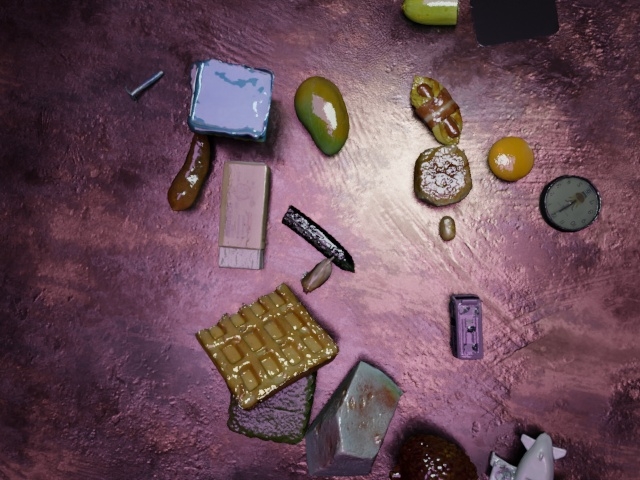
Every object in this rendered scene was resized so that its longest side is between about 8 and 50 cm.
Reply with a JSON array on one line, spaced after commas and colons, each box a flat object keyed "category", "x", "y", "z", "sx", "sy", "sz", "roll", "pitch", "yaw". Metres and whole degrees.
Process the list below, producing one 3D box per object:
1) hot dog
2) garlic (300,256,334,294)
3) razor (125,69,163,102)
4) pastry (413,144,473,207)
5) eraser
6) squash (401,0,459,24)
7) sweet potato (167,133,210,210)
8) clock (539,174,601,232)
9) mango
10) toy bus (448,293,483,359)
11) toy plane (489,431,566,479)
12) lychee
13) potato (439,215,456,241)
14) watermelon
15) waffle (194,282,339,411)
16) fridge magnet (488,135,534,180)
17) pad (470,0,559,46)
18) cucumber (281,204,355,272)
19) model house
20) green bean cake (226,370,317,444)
[{"category": "hot dog", "x": 0.368, "y": -0.416, "z": 1.799, "sx": 0.123, "sy": 0.093, "sz": 0.261, "roll": -38, "pitch": 86, "yaw": 2}, {"category": "garlic", "x": -0.002, "y": 0.111, "z": 1.811, "sx": 0.066, "sy": 0.084, "sz": 0.152, "roll": 42, "pitch": 93, "yaw": -18}, {"category": "razor", "x": -0.577, "y": -0.519, "z": 1.890, "sx": 0.135, "sy": 0.068, "sz": 0.040, "roll": -41, "pitch": 89, "yaw": -11}, {"category": "pastry", "x": 0.379, "y": -0.200, "z": 1.791, "sx": 0.182, "sy": 0.093, "sz": 0.192, "roll": -9, "pitch": 83, "yaw": 4}, {"category": "eraser", "x": -0.245, "y": -0.079, "z": 1.835, "sx": 0.144, "sy": 0.078, "sz": 0.343, "roll": 4, "pitch": 89, "yaw": 4}, {"category": "squash", "x": 0.349, "y": -0.738, "z": 1.803, "sx": 0.187, "sy": 0.123, "sz": 0.123, "roll": 0, "pitch": 88, "yaw": 7}, {"category": "sweet potato", "x": -0.414, "y": -0.226, "z": 1.844, "sx": 0.097, "sy": 0.097, "sz": 0.291, "roll": 19, "pitch": 85, "yaw": 4}, {"category": "clock", "x": 0.783, "y": -0.116, "z": 1.789, "sx": 0.185, "sy": 0.040, "sz": 0.184, "roll": 0, "pitch": 88, "yaw": 3}, {"category": "mango", "x": 0.011, "y": -0.397, "z": 1.811, "sx": 0.156, "sy": 0.114, "sz": 0.251, "roll": -25, "pitch": 86, "yaw": -5}, {"category": "toy bus", "x": 0.451, "y": 0.266, "z": 1.762, "sx": 0.096, "sy": 0.108, "sz": 0.198, "roll": -2, "pitch": 88, "yaw": 3}, {"category": "toy plane", "x": 0.646, "y": 0.714, "z": 1.728, "sx": 0.267, "sy": 0.123, "sz": 0.266, "roll": -3, "pitch": 81, "yaw": 21}, {"category": "lychee", "x": 0.337, "y": 0.699, "z": 1.698, "sx": 0.271, "sy": 0.236, "sz": 0.235, "roll": 5, "pitch": 88, "yaw": -16}, {"category": "potato", "x": 0.403, "y": -0.038, "z": 1.810, "sx": 0.051, "sy": 0.040, "sz": 0.083, "roll": -2, "pitch": 86, "yaw": 13}, {"category": "watermelon", "x": 0.093, "y": 0.574, "z": 1.700, "sx": 0.228, "sy": 0.258, "sz": 0.387, "roll": 30, "pitch": 94, "yaw": 6}, {"category": "waffle", "x": -0.159, "y": 0.312, "z": 1.691, "sx": 0.348, "sy": 0.077, "sz": 0.304, "roll": -26, "pitch": 60, "yaw": -28}, {"category": "fridge magnet", "x": 0.598, "y": -0.256, "z": 1.795, "sx": 0.143, "sy": 0.063, "sz": 0.143, "roll": 0, "pitch": 87, "yaw": 2}, {"category": "pad", "x": 0.624, "y": -0.728, "z": 1.839, "sx": 0.267, "sy": 0.004, "sz": 0.181, "roll": -9, "pitch": 87, "yaw": 3}, {"category": "cucumber", "x": 0.001, "y": -0.001, "z": 1.822, "sx": 0.300, "sy": 0.072, "sz": 0.072, "roll": 38, "pitch": 91, "yaw": 3}, {"category": "model house", "x": -0.272, "y": -0.413, "z": 1.746, "sx": 0.237, "sy": 0.303, "sz": 0.215, "roll": 7, "pitch": 96, "yaw": -7}, {"category": "green bean cake", "x": -0.147, "y": 0.484, "z": 1.767, "sx": 0.250, "sy": 0.156, "sz": 0.246, "roll": 9, "pitch": 87, "yaw": 4}]
